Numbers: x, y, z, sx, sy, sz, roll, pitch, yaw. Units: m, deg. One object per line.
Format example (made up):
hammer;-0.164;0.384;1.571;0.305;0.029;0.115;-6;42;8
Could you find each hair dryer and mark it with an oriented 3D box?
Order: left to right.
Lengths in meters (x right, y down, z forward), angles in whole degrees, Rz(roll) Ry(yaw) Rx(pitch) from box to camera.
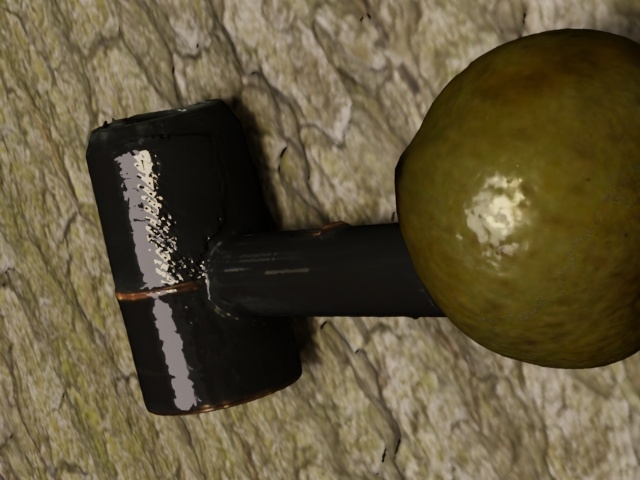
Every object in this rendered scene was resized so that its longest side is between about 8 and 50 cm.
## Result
hair dryer;0.000;0.000;1.101;0.352;0.107;0.189;-5;102;49

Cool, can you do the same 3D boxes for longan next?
longan;0.121;-0.016;0.861;0.176;0.145;0.155;13;156;7
